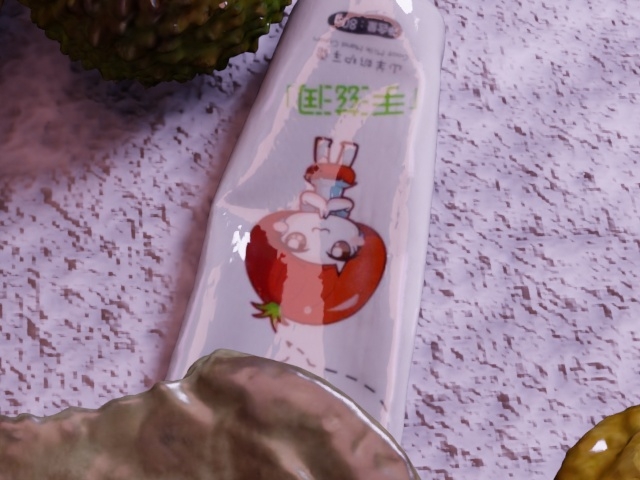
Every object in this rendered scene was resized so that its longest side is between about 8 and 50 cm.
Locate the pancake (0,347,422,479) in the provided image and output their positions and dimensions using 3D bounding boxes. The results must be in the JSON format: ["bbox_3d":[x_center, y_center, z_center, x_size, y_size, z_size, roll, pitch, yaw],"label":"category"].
[{"bbox_3d":[-0.062,0.156,0.515,0.236,0.042,0.222,-36,81,-11],"label":"pancake"}]

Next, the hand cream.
[{"bbox_3d":[0.000,0.000,0.603,0.121,0.076,0.335,13,71,1],"label":"hand cream"}]

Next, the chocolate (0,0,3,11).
[{"bbox_3d":[-0.224,-0.073,0.572,0.134,0.134,0.309,4,62,-5],"label":"chocolate"}]

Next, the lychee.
[{"bbox_3d":[-0.077,-0.152,0.607,0.171,0.171,0.171,2,65,-5],"label":"lychee"}]

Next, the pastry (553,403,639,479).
[{"bbox_3d":[0.181,0.177,0.493,0.240,0.132,0.235,22,63,5],"label":"pastry"}]
